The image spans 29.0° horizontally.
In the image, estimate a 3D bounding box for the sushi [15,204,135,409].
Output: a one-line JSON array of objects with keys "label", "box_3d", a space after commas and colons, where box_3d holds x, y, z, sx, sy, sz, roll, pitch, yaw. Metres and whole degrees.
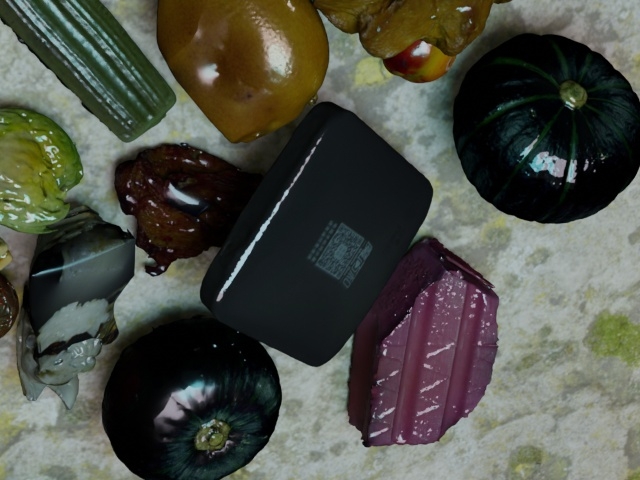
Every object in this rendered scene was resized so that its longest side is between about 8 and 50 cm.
[{"label": "sushi", "box_3d": [-0.314, 0.080, 1.512, 0.134, 0.109, 0.273, -17, 139, -30]}]

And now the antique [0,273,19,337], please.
[{"label": "antique", "box_3d": [-0.406, 0.078, 1.463, 0.104, 0.104, 0.104, -9, 118, -18]}]

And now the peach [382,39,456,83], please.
[{"label": "peach", "box_3d": [0.123, -0.246, 1.518, 0.101, 0.101, 0.100, -9, 118, -18]}]

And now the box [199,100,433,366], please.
[{"label": "box", "box_3d": [0.000, 0.000, 1.532, 0.290, 0.073, 0.289, -58, 145, -1]}]

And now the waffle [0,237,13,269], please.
[{"label": "waffle", "box_3d": [-0.433, 0.031, 1.415, 0.148, 0.102, 0.042, -41, 140, -13]}]

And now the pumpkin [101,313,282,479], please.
[{"label": "pumpkin", "box_3d": [-0.164, 0.207, 1.591, 0.233, 0.163, 0.233, -10, 121, -18]}]

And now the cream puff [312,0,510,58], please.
[{"label": "cream puff", "box_3d": [0.111, -0.334, 1.406, 0.241, 0.155, 0.269, 8, 86, -25]}]

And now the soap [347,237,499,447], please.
[{"label": "soap", "box_3d": [0.144, 0.140, 1.710, 0.182, 0.112, 0.289, -3, 116, -21]}]

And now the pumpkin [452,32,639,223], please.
[{"label": "pumpkin", "box_3d": [0.279, -0.126, 1.586, 0.248, 0.248, 0.248, -9, 118, -18]}]

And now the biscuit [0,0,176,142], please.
[{"label": "biscuit", "box_3d": [-0.283, -0.236, 1.393, 0.099, 0.038, 0.322, -41, 123, -2]}]

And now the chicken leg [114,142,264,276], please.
[{"label": "chicken leg", "box_3d": [-0.124, -0.005, 1.556, 0.322, 0.083, 0.177, 23, 113, -28]}]

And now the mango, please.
[{"label": "mango", "box_3d": [-0.086, -0.242, 1.409, 0.166, 0.136, 0.236, -34, 109, 20]}]

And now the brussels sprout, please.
[{"label": "brussels sprout", "box_3d": [-0.353, -0.081, 1.404, 0.181, 0.100, 0.139, 12, 85, -30]}]
